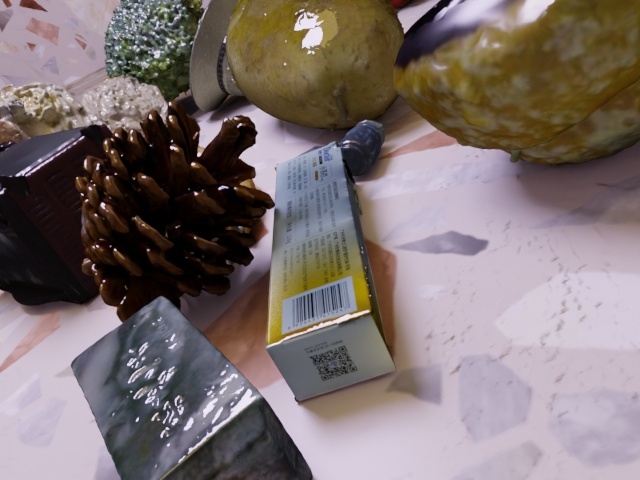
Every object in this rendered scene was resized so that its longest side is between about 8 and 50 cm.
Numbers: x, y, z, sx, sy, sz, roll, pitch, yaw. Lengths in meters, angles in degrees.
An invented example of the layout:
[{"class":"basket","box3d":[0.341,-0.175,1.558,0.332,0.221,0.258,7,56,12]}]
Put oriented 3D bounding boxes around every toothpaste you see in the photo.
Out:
[{"class":"toothpaste","box3d":[0.000,0.000,0.497,0.089,0.071,0.313,-21,31,10]}]

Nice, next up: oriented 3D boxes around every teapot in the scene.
[{"class":"teapot","box3d":[0.049,-0.110,0.660,0.049,0.063,0.083,23,39,10]}]

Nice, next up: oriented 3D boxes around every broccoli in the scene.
[{"class":"broccoli","box3d":[-0.355,-0.418,1.186,0.338,0.317,0.277,-30,69,20]}]

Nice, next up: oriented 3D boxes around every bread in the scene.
[{"class":"bread","box3d":[-0.427,-0.172,0.930,0.314,0.171,0.192,-18,-25,-49]}]

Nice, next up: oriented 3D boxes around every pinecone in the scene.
[{"class":"pinecone","box3d":[-0.138,-0.031,0.503,0.212,0.185,0.168,-45,-13,34]}]

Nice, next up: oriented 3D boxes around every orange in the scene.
[{"class":"orange","box3d":[0.251,-0.196,0.475,0.368,0.210,0.271,-39,11,-25]}]

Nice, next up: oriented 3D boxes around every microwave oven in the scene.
[{"class":"microwave oven","box3d":[-0.371,-0.035,0.704,0.247,0.178,0.188,2,37,37]}]

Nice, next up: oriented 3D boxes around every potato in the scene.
[{"class":"potato","box3d":[0.007,-0.295,0.806,0.270,0.219,0.359,-40,40,-7]}]

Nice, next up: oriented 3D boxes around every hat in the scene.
[{"class":"hat","box3d":[-0.149,-0.368,1.074,0.130,0.257,0.257,22,45,7]}]

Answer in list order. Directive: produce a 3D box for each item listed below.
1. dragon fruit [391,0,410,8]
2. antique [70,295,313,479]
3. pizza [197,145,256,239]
[{"class":"dragon fruit","box3d":[0.172,-0.667,1.268,0.224,0.224,0.227,5,44,39]},{"class":"antique","box3d":[-0.091,0.122,0.358,0.088,0.086,0.183,-38,34,-21]},{"class":"pizza","box3d":[-0.157,-0.073,0.697,0.134,0.056,0.271,1,29,-18]}]
